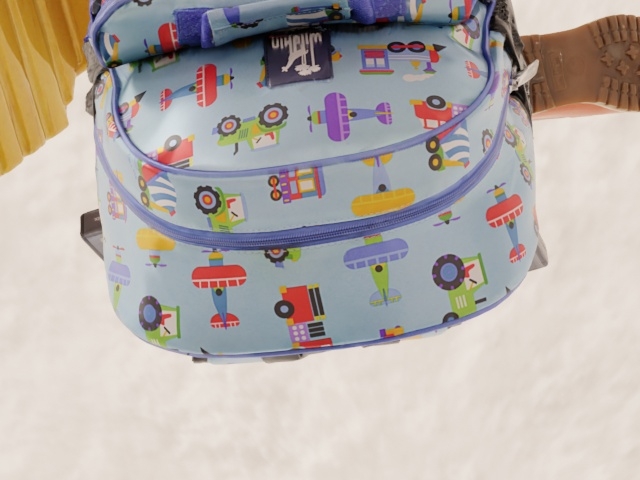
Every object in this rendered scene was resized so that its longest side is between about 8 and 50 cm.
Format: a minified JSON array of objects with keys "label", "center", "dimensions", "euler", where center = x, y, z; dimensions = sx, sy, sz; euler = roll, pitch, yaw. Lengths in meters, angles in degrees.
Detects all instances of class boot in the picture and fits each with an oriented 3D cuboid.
[{"label":"boot","center":[0.146,-0.100,1.141],"dimensions":[0.158,0.084,0.059],"euler":[-5,86,-22]}]

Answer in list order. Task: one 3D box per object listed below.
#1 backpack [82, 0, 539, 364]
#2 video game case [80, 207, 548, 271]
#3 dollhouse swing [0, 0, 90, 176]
[{"label":"backpack","center":[-0.005,-0.041,0.622],"dimensions":[0.158,0.173,0.117],"euler":[-6,123,4]},{"label":"video game case","center":[0.000,0.000,1.299],"dimensions":[0.274,0.196,0.026],"euler":[-16,55,16]},{"label":"dollhouse swing","center":[-0.151,-0.201,1.258],"dimensions":[0.305,0.347,0.315],"euler":[-6,111,23]}]
